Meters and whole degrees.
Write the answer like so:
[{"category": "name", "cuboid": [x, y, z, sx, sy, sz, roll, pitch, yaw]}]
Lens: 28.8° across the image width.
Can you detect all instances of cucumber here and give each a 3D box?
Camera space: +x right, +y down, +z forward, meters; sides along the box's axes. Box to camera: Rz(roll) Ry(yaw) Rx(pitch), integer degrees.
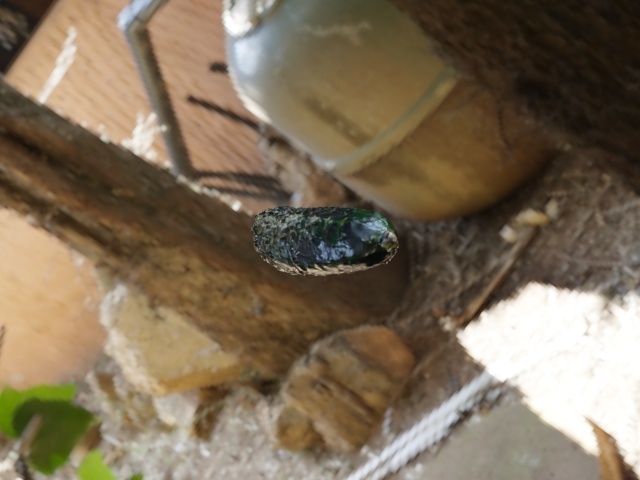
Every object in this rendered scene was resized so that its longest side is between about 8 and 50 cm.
[{"category": "cucumber", "cuboid": [0.000, 0.000, 1.090, 0.068, 0.067, 0.293, -57, 15, -8]}]
